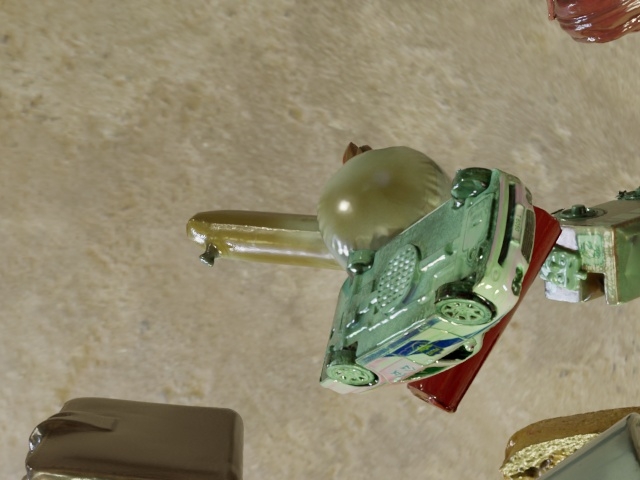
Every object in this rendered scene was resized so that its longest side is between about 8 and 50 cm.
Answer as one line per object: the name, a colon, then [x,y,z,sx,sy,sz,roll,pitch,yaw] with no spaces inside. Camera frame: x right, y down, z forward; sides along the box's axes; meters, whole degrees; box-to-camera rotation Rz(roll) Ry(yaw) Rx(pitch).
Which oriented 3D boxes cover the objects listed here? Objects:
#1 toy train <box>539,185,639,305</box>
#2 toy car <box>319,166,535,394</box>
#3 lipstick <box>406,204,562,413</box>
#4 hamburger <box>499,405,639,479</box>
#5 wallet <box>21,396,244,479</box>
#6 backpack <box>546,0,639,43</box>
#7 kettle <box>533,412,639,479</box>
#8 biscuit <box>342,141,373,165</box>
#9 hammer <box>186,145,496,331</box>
toy train: [0.455,-0.001,1.629,0.159,0.326,0.129,9,108,50]
toy car: [0.071,0.037,0.722,0.076,0.224,0.090,24,59,-18]
lipstick: [0.205,0.084,1.406,0.073,0.073,0.280,31,78,13]
hamburger: [0.392,0.305,1.562,0.283,0.156,0.144,-14,93,12]
wallet: [-0.099,0.119,0.622,0.118,0.153,0.039,9,97,-2]
backpack: [0.339,-0.306,1.235,0.229,0.229,0.139,-41,105,13]
kettle: [0.251,0.374,1.210,0.376,0.361,0.250,-37,84,18]
biscuit: [0.054,-0.055,1.236,0.019,0.130,0.119,-13,87,-24]
hammer: [0.000,0.000,0.962,0.305,0.202,0.113,4,62,35]
